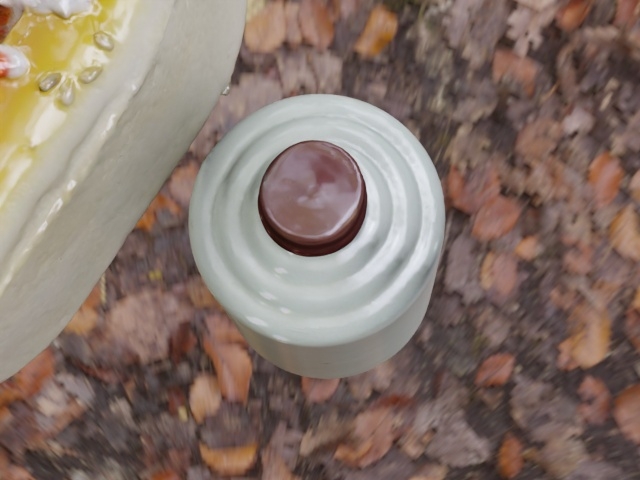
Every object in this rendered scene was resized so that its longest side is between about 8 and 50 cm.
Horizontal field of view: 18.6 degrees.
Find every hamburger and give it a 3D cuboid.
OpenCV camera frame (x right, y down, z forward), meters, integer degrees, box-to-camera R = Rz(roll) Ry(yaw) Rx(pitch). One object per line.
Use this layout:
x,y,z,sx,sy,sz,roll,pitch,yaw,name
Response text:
-0.165,-0.070,0.816,0.227,0.151,0.295,35,95,43,hamburger

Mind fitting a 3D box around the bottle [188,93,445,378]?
0.000,0.000,0.836,0.104,0.245,0.104,0,82,2,bottle
